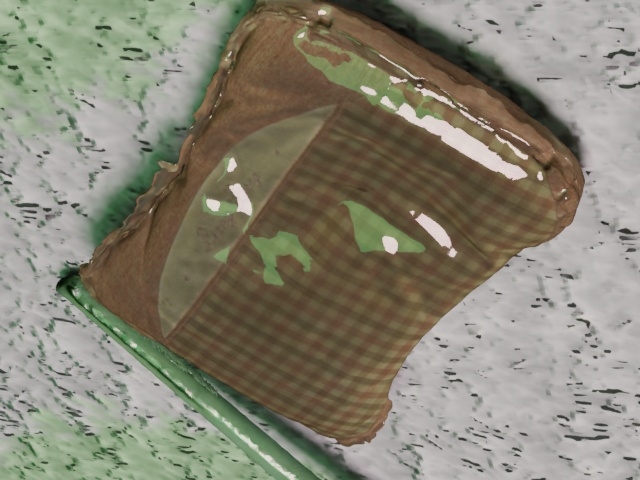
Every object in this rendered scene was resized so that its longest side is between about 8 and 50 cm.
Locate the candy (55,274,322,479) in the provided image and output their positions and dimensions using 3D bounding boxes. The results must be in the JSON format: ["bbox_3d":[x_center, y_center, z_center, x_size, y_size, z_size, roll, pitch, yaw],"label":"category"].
[{"bbox_3d":[0.017,0.127,0.800,0.335,0.093,0.092,42,96,-7],"label":"candy"}]

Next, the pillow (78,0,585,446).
[{"bbox_3d":[-0.002,-0.002,0.684,0.135,0.034,0.211,31,139,-5],"label":"pillow"}]
